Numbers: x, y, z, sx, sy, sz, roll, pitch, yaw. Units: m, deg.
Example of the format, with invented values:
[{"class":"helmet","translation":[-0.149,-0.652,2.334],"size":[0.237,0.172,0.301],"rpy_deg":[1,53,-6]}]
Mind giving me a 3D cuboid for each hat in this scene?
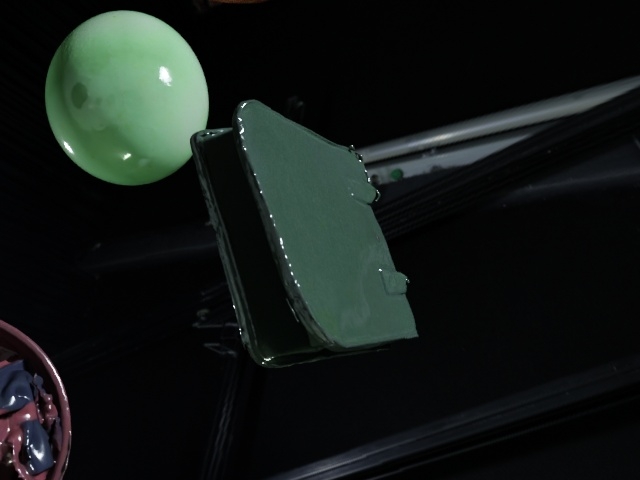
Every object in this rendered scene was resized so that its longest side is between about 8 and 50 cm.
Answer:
[{"class":"hat","translation":[-0.273,0.134,0.355],"size":[0.089,0.205,0.205],"rpy_deg":[130,-19,-69]}]

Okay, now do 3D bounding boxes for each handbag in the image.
[{"class":"handbag","translation":[0.001,-0.001,0.578],"size":[0.079,0.260,0.247],"rpy_deg":[-28,-109,27]}]

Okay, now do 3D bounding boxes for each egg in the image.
[{"class":"egg","translation":[-0.273,-0.207,0.806],"size":[0.220,0.220,0.270],"rpy_deg":[-21,-125,27]}]

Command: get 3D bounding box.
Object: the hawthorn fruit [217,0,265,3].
[{"class":"hawthorn fruit","translation":[-0.063,-0.357,0.437],"size":[0.276,0.307,0.276],"rpy_deg":[0,-98,1]}]
